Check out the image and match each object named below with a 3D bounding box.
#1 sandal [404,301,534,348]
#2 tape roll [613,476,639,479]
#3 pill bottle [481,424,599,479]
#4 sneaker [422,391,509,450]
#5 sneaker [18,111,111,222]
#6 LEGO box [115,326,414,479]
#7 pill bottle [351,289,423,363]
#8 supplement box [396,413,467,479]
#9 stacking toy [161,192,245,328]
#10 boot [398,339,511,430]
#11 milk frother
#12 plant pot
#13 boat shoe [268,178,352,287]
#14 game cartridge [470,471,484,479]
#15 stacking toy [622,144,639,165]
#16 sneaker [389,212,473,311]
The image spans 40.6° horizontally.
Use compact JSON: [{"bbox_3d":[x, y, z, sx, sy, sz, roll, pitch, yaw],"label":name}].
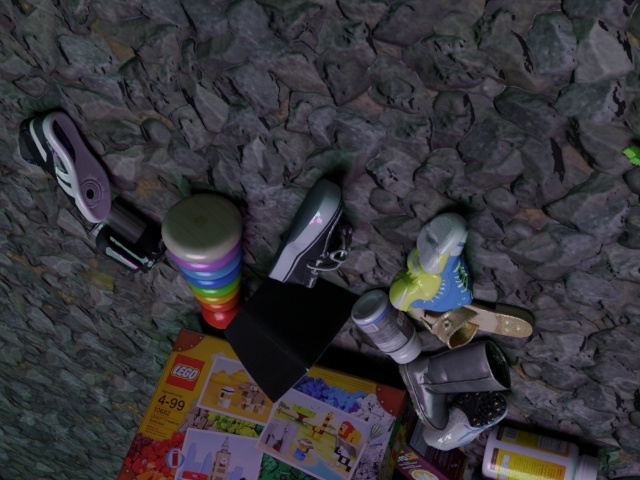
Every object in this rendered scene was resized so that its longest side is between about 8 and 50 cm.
[{"bbox_3d":[0.245,0.152,1.509,0.240,0.079,0.088,5,139,24],"label":"sandal"},{"bbox_3d":[0.706,0.618,1.779,0.321,0.077,0.321,15,134,16],"label":"tape roll"},{"bbox_3d":[0.438,0.448,1.726,0.215,0.117,0.117,11,141,18],"label":"pill bottle"},{"bbox_3d":[0.302,0.359,1.740,0.086,0.085,0.237,12,146,-28],"label":"sneaker"},{"bbox_3d":[-0.467,-0.131,1.569,0.121,0.079,0.216,0,122,35],"label":"sneaker"},{"bbox_3d":[-0.106,0.433,1.764,0.501,0.372,0.193,13,157,18],"label":"LEGO box"},{"bbox_3d":[0.125,0.160,1.588,0.078,0.078,0.137,-15,128,41],"label":"pill bottle"},{"bbox_3d":[0.220,0.469,1.904,0.188,0.080,0.104,43,140,-22],"label":"supplement box"},{"bbox_3d":[-0.202,0.059,1.623,0.141,0.141,0.330,16,148,12],"label":"stacking toy"},{"bbox_3d":[0.269,0.278,1.644,0.209,0.076,0.189,-16,114,34],"label":"boot"},{"bbox_3d":[-0.342,-0.023,1.631,0.135,0.129,0.143,38,98,-17],"label":"milk frother"},{"bbox_3d":[-0.070,0.161,1.626,0.167,0.188,0.187,39,142,0],"label":"plant pot"},{"bbox_3d":[-0.001,0.004,1.445,0.105,0.113,0.306,22,146,-7],"label":"boat shoe"},{"bbox_3d":[0.406,0.544,1.811,0.198,0.062,0.297,11,171,12],"label":"game cartridge"},{"bbox_3d":[0.504,-0.074,1.065,0.221,0.052,0.167,28,167,-3],"label":"stacking toy"},{"bbox_3d":[0.209,0.042,1.412,0.126,0.091,0.240,13,145,-15],"label":"sneaker"}]
